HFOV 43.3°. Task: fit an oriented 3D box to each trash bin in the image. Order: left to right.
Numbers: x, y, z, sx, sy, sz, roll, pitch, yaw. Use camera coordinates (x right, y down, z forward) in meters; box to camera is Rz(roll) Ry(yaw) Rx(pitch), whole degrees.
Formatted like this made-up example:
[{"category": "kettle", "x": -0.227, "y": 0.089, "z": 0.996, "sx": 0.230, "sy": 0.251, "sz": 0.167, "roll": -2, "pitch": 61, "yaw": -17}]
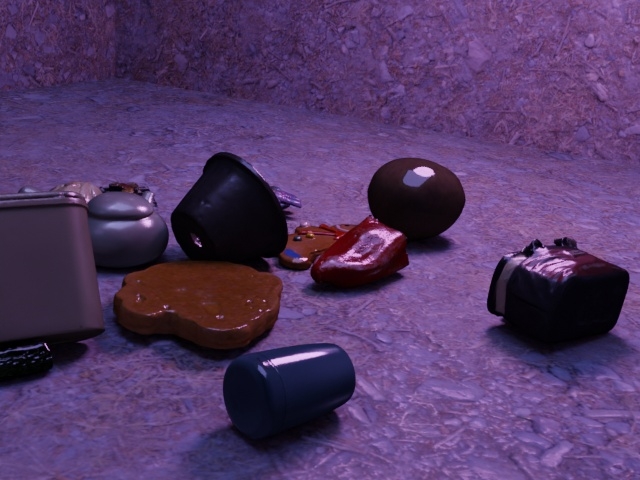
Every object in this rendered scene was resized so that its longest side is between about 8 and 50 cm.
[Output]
[{"category": "trash bin", "x": -0.491, "y": 0.052, "z": 1.334, "sx": 0.243, "sy": 0.248, "sz": 0.121, "roll": -5, "pitch": -17, "yaw": -32}]

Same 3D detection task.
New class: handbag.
[{"category": "handbag", "x": 0.461, "y": 0.091, "z": 1.580, "sx": 0.254, "sy": 0.181, "sz": 0.181, "roll": -6, "pitch": 24, "yaw": -37}]

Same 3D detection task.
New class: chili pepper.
[{"category": "chili pepper", "x": 0.083, "y": 0.047, "z": 1.754, "sx": 0.144, "sy": 0.136, "sz": 0.252, "roll": 54, "pitch": 44, "yaw": 3}]

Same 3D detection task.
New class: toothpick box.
[{"category": "toothpick box", "x": -0.041, "y": 0.213, "z": 1.191, "sx": 0.184, "sy": 0.120, "sz": 0.120, "roll": -9, "pitch": 23, "yaw": -40}]

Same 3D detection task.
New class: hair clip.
[{"category": "hair clip", "x": -0.120, "y": -0.099, "z": 2.120, "sx": 0.137, "sy": 0.090, "sz": 0.278, "roll": 16, "pitch": 20, "yaw": 4}]

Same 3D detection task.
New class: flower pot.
[{"category": "flower pot", "x": -0.214, "y": -0.040, "z": 1.747, "sx": 0.269, "sy": 0.269, "sz": 0.166, "roll": 20, "pitch": 45, "yaw": 38}]

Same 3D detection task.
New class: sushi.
[{"category": "sushi", "x": -0.526, "y": -0.135, "z": 2.208, "sx": 0.139, "sy": 0.031, "sz": 0.201, "roll": -2, "pitch": 20, "yaw": -21}]

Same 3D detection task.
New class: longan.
[{"category": "longan", "x": 0.234, "y": -0.111, "z": 2.050, "sx": 0.246, "sy": 0.215, "sz": 0.246, "roll": 22, "pitch": 28, "yaw": -12}]

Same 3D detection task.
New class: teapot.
[{"category": "teapot", "x": -0.490, "y": -0.033, "z": 1.742, "sx": 0.318, "sy": 0.149, "sz": 0.220, "roll": -1, "pitch": 18, "yaw": -19}]

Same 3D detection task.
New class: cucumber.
[{"category": "cucumber", "x": -0.509, "y": 0.193, "z": 1.235, "sx": 0.187, "sy": 0.058, "sz": 0.058, "roll": -5, "pitch": 21, "yaw": -30}]

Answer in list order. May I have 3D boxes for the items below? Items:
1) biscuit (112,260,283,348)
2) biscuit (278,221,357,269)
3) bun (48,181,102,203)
[{"category": "biscuit", "x": -0.227, "y": 0.117, "z": 1.517, "sx": 0.311, "sy": 0.057, "sz": 0.351, "roll": 3, "pitch": 18, "yaw": -3}, {"category": "biscuit", "x": 0.001, "y": -0.002, "z": 1.941, "sx": 0.324, "sy": 0.049, "sz": 0.205, "roll": -9, "pitch": 22, "yaw": -39}, {"category": "bun", "x": -0.597, "y": -0.089, "z": 1.939, "sx": 0.164, "sy": 0.111, "sz": 0.188, "roll": 7, "pitch": 22, "yaw": 14}]
